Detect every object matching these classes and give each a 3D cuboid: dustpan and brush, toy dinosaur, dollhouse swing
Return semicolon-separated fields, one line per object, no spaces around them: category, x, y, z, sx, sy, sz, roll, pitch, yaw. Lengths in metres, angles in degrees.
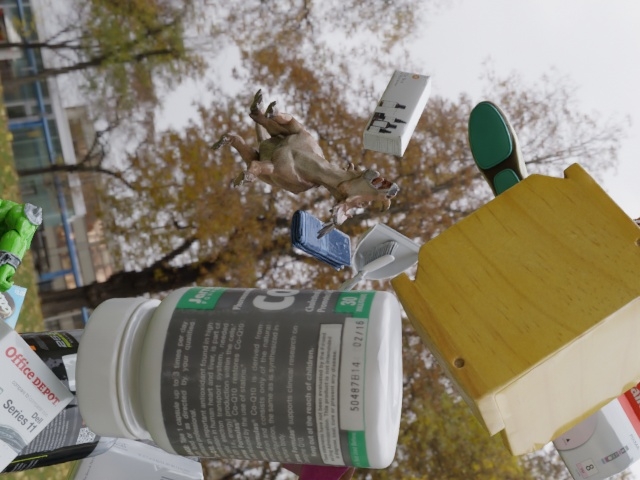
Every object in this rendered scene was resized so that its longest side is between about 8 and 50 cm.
dustpan and brush;0.106;0.057;1.647;0.211;0.147;0.060;-33;-140;40
toy dinosaur;-0.034;-0.104;1.092;0.127;0.200;0.296;-55;-150;6
dollhouse swing;0.347;0.128;1.219;0.315;0.346;0.305;56;-3;26

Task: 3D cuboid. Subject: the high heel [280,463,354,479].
high heel;-0.010;0.621;1.647;0.181;0.127;0.378;12;-71;44

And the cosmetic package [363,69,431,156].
cosmetic package;0.189;-0.313;1.825;0.098;0.239;0.060;15;-36;15

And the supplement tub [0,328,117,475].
supplement tub;-0.475;0.241;1.110;0.207;0.337;0.207;-2;-93;42

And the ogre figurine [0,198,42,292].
ogre figurine;-0.426;-0.002;0.967;0.096;0.118;0.197;38;-22;-24

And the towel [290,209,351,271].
towel;0.000;0.000;1.205;0.029;0.119;0.067;-25;-129;38

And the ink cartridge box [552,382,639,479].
ink cartridge box;0.530;0.319;1.376;0.189;0.232;0.066;61;16;3

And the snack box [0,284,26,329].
snack box;-0.652;0.126;1.229;0.060;0.322;0.187;7;-103;33

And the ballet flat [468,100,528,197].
ballet flat;0.325;-0.125;1.321;0.086;0.086;0.249;134;-54;-62

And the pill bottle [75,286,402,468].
pill bottle;-0.089;0.158;0.903;0.204;0.360;0.204;0;90;-79

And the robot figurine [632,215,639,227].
robot figurine;0.526;0.077;1.337;0.085;0.291;0.211;4;-62;55

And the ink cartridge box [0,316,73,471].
ink cartridge box;-0.412;0.199;0.864;0.086;0.208;0.153;23;-31;35

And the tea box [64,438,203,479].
tea box;-0.390;0.516;1.437;0.329;0.219;0.323;-68;-166;-1
